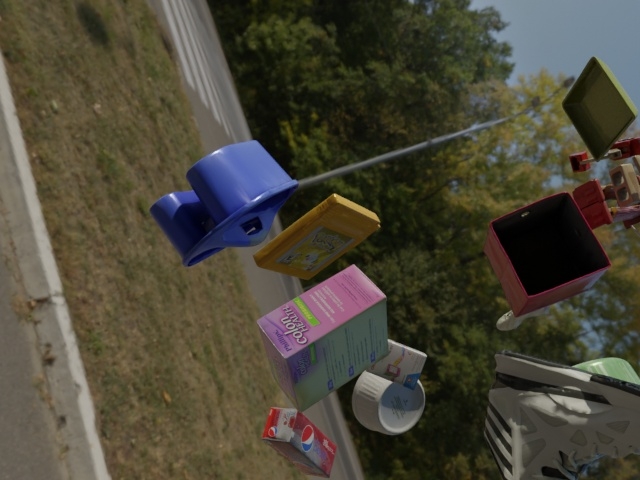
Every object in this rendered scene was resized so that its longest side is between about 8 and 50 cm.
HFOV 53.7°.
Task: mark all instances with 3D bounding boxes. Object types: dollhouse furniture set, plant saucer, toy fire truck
[{"bbox_3d":[0.967,-0.151,1.898,0.374,0.201,0.152,137,-57,-65],"label":"dollhouse furniture set"},{"bbox_3d":[0.676,-0.316,1.515,0.188,0.045,0.188,98,-28,-64],"label":"plant saucer"},{"bbox_3d":[0.745,-0.221,1.591,0.192,0.135,0.047,-6,-77,61],"label":"toy fire truck"}]

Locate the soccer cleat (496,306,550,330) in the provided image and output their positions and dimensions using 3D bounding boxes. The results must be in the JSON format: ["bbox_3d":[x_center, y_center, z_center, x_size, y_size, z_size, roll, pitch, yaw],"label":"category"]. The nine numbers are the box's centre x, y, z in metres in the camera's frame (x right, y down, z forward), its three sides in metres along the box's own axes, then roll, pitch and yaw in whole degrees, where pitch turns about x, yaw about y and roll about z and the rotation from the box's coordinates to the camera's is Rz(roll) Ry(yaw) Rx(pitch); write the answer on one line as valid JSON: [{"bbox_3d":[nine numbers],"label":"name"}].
[{"bbox_3d":[0.657,0.238,2.083,0.076,0.196,0.068,36,40,-30],"label":"soccer cleat"}]

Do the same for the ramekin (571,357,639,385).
[{"bbox_3d":[0.617,0.396,1.470,0.303,0.304,0.148,71,2,-57],"label":"ramekin"}]

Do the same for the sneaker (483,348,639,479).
[{"bbox_3d":[0.487,0.367,1.117,0.448,0.169,0.257,9,-98,51],"label":"sneaker"}]

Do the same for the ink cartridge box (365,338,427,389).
[{"bbox_3d":[0.176,0.287,1.490,0.052,0.123,0.088,41,70,-85],"label":"ink cartridge box"}]

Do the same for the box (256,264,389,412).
[{"bbox_3d":[0.013,0.207,1.332,0.117,0.243,0.213,45,-24,37],"label":"box"}]

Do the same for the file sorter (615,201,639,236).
[{"bbox_3d":[1.209,-0.146,2.240,0.192,0.278,0.173,53,-36,11],"label":"file sorter"}]

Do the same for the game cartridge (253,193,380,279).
[{"bbox_3d":[0.000,0.000,1.921,0.285,0.324,0.052,19,41,-55],"label":"game cartridge"}]

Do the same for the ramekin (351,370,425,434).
[{"bbox_3d":[0.263,0.587,2.329,0.127,0.273,0.272,12,-55,60],"label":"ramekin"}]

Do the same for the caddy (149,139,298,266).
[{"bbox_3d":[-0.179,-0.064,1.292,0.179,0.241,0.341,52,23,0],"label":"caddy"}]

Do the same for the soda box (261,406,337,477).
[{"bbox_3d":[-0.050,0.532,1.662,0.263,0.084,0.092,57,39,-44],"label":"soda box"}]

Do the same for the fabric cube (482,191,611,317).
[{"bbox_3d":[0.664,0.049,1.902,0.258,0.254,0.259,63,5,-69],"label":"fabric cube"}]
